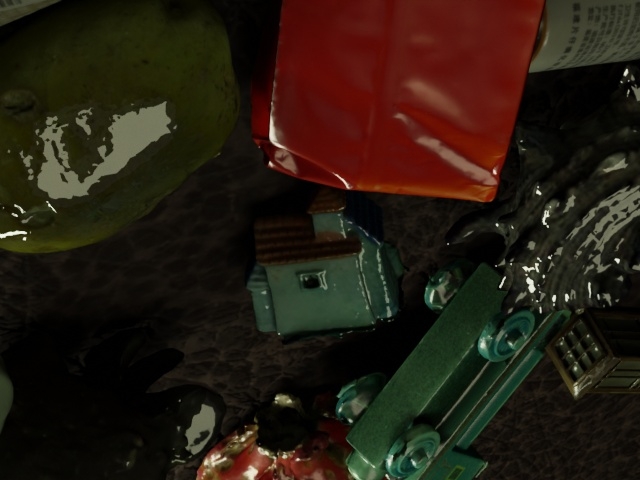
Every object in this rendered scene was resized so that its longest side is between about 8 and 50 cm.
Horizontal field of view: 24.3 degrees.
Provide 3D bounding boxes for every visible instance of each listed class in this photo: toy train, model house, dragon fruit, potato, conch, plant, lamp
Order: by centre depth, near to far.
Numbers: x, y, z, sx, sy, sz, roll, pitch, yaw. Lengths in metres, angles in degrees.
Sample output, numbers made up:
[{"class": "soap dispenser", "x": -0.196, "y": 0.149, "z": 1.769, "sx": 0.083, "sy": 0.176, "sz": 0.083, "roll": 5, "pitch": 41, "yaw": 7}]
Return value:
[{"class": "potato", "x": -0.167, "y": -0.085, "z": 1.082, "sx": 0.228, "sy": 0.149, "sz": 0.197, "roll": -23, "pitch": 162, "yaw": -10}, {"class": "model house", "x": 0.000, "y": 0.000, "z": 1.370, "sx": 0.148, "sy": 0.119, "sz": 0.149, "roll": -5, "pitch": 122, "yaw": 8}, {"class": "plant", "x": -0.242, "y": 0.189, "z": 1.377, "sx": 0.276, "sy": 0.188, "sz": 0.199, "roll": -19, "pitch": 146, "yaw": -47}, {"class": "conch", "x": 0.275, "y": -0.053, "z": 1.427, "sx": 0.313, "sy": 0.186, "sz": 0.240, "roll": -40, "pitch": 172, "yaw": 0}, {"class": "toy train", "x": 0.153, "y": 0.150, "z": 1.613, "sx": 0.298, "sy": 0.120, "sz": 0.194, "roll": -52, "pitch": 143, "yaw": 9}, {"class": "dragon fruit", "x": -0.025, "y": 0.262, "z": 1.678, "sx": 0.262, "sy": 0.134, "sz": 0.211, "roll": -23, "pitch": 142, "yaw": -4}, {"class": "lamp", "x": 0.429, "y": 0.143, "z": 1.862, "sx": 0.325, "sy": 0.089, "sz": 0.090, "roll": 5, "pitch": 136, "yaw": -38}]

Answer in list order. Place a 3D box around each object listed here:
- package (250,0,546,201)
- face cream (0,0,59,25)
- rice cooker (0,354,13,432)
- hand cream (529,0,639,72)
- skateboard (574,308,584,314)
[{"class": "package", "x": 0.060, "y": -0.194, "z": 1.040, "sx": 0.195, "sy": 0.123, "sz": 0.424, "roll": 5, "pitch": 135, "yaw": -5}, {"class": "face cream", "x": -0.197, "y": -0.196, "z": 0.976, "sx": 0.341, "sy": 0.084, "sz": 0.137, "roll": -21, "pitch": 150, "yaw": 6}, {"class": "rice cooker", "x": -0.381, "y": 0.082, "z": 1.034, "sx": 0.288, "sy": 0.277, "sz": 0.288, "roll": -22, "pitch": 148, "yaw": -14}, {"class": "hand cream", "x": 0.244, "y": -0.195, "z": 1.263, "sx": 0.314, "sy": 0.089, "sz": 0.140, "roll": -5, "pitch": 153, "yaw": -35}, {"class": "skateboard", "x": 0.283, "y": 0.051, "z": 1.691, "sx": 0.083, "sy": 0.032, "sz": 0.064, "roll": 10, "pitch": 123, "yaw": -45}]
